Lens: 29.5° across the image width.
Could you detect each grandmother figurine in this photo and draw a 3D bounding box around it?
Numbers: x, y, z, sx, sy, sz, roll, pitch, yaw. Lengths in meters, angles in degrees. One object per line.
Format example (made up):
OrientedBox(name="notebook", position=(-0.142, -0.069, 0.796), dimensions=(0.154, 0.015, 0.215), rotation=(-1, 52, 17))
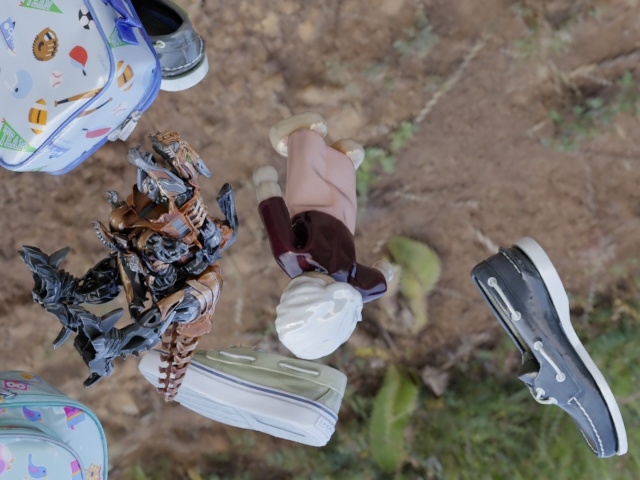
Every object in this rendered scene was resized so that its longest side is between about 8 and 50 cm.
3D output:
OrientedBox(name="grandmother figurine", position=(0.000, 0.000, 1.365), dimensions=(0.104, 0.208, 0.342), rotation=(-51, -159, 33))

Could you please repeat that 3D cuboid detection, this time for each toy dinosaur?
OrientedBox(name="toy dinosaur", position=(-0.172, 0.047, 1.274), dimensions=(0.218, 0.322, 0.164), rotation=(-24, -158, -27))

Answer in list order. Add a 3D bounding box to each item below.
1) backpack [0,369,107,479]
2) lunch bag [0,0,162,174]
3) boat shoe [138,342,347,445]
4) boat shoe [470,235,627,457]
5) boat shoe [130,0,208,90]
OrientedBox(name="backpack", position=(-0.239, 0.178, 0.859), dimensions=(0.144, 0.165, 0.188), rotation=(11, -169, 41))
OrientedBox(name="lunch bag", position=(-0.321, -0.238, 1.453), dimensions=(0.243, 0.303, 0.115), rotation=(-37, 161, 24))
OrientedBox(name="boat shoe", position=(-0.098, 0.184, 1.574), dimensions=(0.094, 0.302, 0.109), rotation=(-61, 147, -24))
OrientedBox(name="boat shoe", position=(0.282, 0.146, 1.513), dimensions=(0.091, 0.302, 0.114), rotation=(-27, -178, -7))
OrientedBox(name="boat shoe", position=(-0.272, -0.300, 1.581), dimensions=(0.109, 0.305, 0.091), rotation=(-46, 152, -26))
